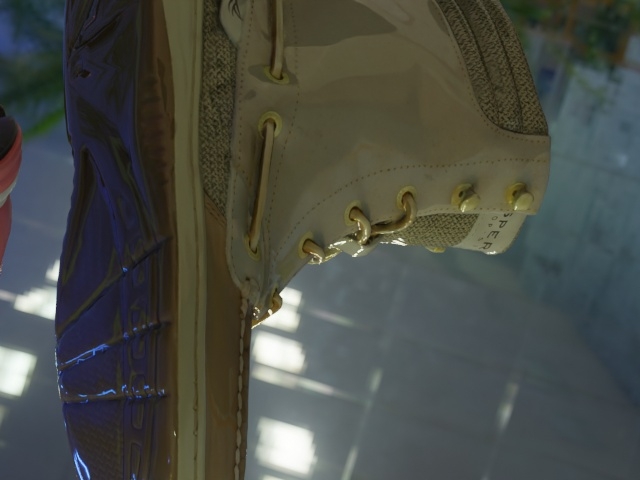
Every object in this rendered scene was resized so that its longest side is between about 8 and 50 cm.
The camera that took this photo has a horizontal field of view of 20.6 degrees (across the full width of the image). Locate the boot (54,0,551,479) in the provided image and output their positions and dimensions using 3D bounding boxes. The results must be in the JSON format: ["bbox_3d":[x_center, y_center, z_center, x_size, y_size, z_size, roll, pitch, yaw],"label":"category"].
[{"bbox_3d":[0.000,0.000,0.703,0.203,0.262,0.095,9,158,-35],"label":"boot"}]

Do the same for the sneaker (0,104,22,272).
[{"bbox_3d":[-0.272,-0.041,1.080,0.116,0.136,0.314,-10,-154,-25],"label":"sneaker"}]
